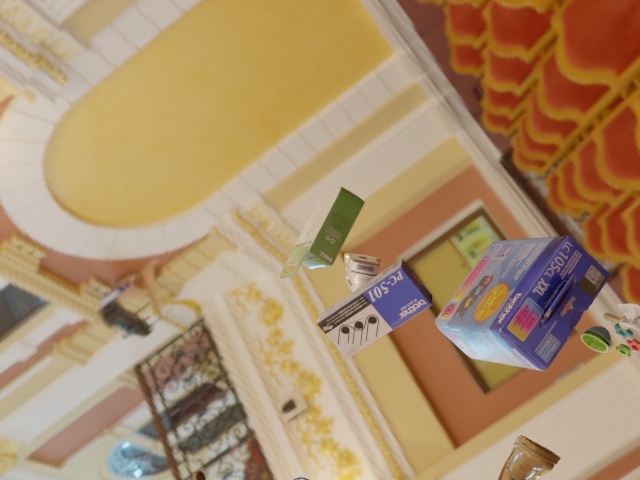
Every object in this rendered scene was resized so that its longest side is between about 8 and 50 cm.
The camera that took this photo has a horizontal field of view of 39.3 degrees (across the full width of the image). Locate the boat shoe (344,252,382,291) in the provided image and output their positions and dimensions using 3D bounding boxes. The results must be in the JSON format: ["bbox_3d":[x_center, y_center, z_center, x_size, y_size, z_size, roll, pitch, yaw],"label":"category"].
[{"bbox_3d":[0.093,0.080,2.098,0.095,0.084,0.258,10,-176,6],"label":"boat shoe"}]

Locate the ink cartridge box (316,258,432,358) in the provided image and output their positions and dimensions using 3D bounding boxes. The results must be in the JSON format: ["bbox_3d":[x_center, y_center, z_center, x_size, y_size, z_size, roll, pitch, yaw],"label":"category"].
[{"bbox_3d":[0.102,0.132,1.713,0.097,0.207,0.046,51,-159,-12],"label":"ink cartridge box"}]

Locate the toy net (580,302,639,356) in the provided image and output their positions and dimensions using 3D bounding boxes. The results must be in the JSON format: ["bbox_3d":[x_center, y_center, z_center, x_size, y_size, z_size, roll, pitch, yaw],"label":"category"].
[{"bbox_3d":[0.664,0.205,1.962,0.122,0.045,0.232,37,159,9],"label":"toy net"}]

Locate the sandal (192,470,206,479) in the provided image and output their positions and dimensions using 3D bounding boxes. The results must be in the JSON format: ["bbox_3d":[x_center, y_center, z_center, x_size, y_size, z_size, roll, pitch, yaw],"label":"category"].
[{"bbox_3d":[-0.323,0.748,2.598,0.072,0.049,0.180,43,-157,-61],"label":"sandal"}]

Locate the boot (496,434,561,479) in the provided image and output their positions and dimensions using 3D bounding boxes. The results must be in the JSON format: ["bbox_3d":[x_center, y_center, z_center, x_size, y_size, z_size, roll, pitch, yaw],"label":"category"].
[{"bbox_3d":[0.386,0.538,1.828,0.089,0.269,0.236,27,172,14],"label":"boot"}]

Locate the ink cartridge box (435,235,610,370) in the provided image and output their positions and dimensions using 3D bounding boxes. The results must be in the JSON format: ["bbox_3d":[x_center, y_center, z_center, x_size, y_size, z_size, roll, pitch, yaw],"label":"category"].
[{"bbox_3d":[0.459,0.135,2.008,0.151,0.270,0.395,41,167,-13],"label":"ink cartridge box"}]

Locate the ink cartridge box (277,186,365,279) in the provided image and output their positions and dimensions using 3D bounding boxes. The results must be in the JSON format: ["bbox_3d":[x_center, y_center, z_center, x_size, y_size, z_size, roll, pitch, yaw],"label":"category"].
[{"bbox_3d":[0.000,0.000,1.808,0.062,0.209,0.109,33,163,-17],"label":"ink cartridge box"}]

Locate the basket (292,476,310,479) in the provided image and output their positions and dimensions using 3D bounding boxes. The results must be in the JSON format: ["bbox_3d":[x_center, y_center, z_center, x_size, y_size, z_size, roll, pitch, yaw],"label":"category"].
[{"bbox_3d":[-0.031,0.667,1.824,0.255,0.289,0.201,35,154,10],"label":"basket"}]
